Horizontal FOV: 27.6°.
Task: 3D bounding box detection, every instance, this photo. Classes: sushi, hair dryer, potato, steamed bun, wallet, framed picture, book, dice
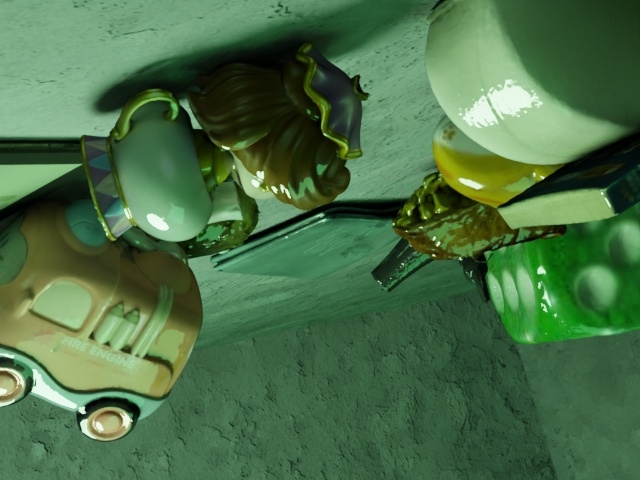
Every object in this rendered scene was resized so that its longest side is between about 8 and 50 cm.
[{"bbox_3d":[0.241,-0.064,1.888,0.296,0.179,0.167,-13,-172,-2],"label":"sushi"},{"bbox_3d":[0.195,0.032,2.027,0.235,0.091,0.272,-43,-154,8],"label":"hair dryer"},{"bbox_3d":[-0.183,-0.015,1.578,0.225,0.090,0.117,-14,156,7],"label":"potato"},{"bbox_3d":[0.226,-0.159,1.173,0.241,0.164,0.146,-12,172,-31],"label":"steamed bun"},{"bbox_3d":[0.000,-0.001,2.123,0.251,0.054,0.290,-26,162,32],"label":"wallet"},{"bbox_3d":[-0.400,-0.034,1.314,0.347,0.016,0.265,-24,169,39],"label":"framed picture"},{"bbox_3d":[0.387,-0.134,1.220,0.428,0.039,0.300,-31,-177,-9],"label":"book"},{"bbox_3d":[0.436,0.011,2.126,0.300,0.287,0.297,-7,178,-12],"label":"dice"}]

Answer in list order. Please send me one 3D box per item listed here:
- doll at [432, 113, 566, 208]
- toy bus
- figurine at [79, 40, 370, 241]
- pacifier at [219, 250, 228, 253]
[{"bbox_3d":[0.226,-0.111,1.501,0.166,0.162,0.269,-42,177,10],"label":"doll"},{"bbox_3d":[-0.267,0.073,1.469,0.287,0.194,0.232,28,116,-28],"label":"toy bus"},{"bbox_3d":[-0.079,-0.085,1.181,0.263,0.142,0.189,-17,148,1],"label":"figurine"},{"bbox_3d":[-0.140,-0.013,1.754,0.083,0.064,0.068,-24,-174,43],"label":"pacifier"}]
